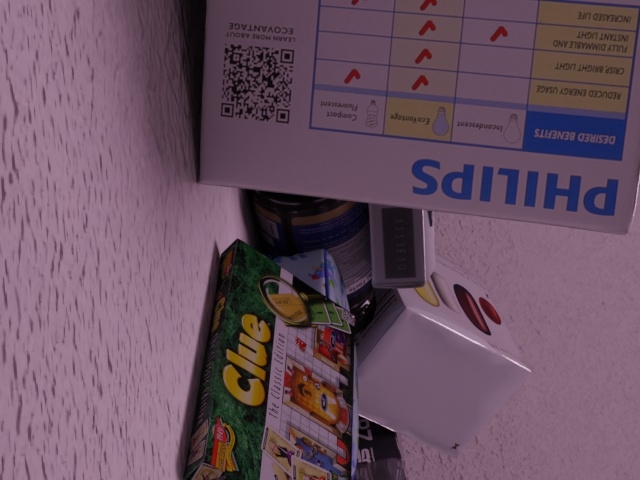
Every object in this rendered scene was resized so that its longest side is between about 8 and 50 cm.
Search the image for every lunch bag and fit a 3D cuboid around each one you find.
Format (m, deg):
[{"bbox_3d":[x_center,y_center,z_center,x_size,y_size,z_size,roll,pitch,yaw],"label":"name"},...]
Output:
[{"bbox_3d":[-0.013,0.130,1.183,0.219,0.090,0.176,78,8,-46],"label":"lunch bag"}]

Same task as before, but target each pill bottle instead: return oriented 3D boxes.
[{"bbox_3d":[0.000,0.000,1.268,0.123,0.123,0.219,-89,171,-45],"label":"pill bottle"}]

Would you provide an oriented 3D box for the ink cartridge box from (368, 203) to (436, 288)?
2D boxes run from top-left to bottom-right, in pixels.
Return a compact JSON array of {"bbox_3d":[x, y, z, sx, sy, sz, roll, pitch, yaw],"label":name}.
[{"bbox_3d":[0.089,-0.103,1.272,0.239,0.060,0.275,-35,123,-76],"label":"ink cartridge box"}]

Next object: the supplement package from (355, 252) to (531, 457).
[{"bbox_3d":[0.108,0.112,1.441,0.149,0.194,0.203,-53,-152,20],"label":"supplement package"}]

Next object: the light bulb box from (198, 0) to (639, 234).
[{"bbox_3d":[0.103,-0.218,1.003,0.225,0.358,0.361,-39,135,-72],"label":"light bulb box"}]

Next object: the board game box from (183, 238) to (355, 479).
[{"bbox_3d":[-0.032,0.116,0.958,0.136,0.030,0.260,32,32,-20],"label":"board game box"}]

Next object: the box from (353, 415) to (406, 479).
[{"bbox_3d":[0.071,0.366,1.540,0.318,0.097,0.395,-103,-177,-59],"label":"box"}]
